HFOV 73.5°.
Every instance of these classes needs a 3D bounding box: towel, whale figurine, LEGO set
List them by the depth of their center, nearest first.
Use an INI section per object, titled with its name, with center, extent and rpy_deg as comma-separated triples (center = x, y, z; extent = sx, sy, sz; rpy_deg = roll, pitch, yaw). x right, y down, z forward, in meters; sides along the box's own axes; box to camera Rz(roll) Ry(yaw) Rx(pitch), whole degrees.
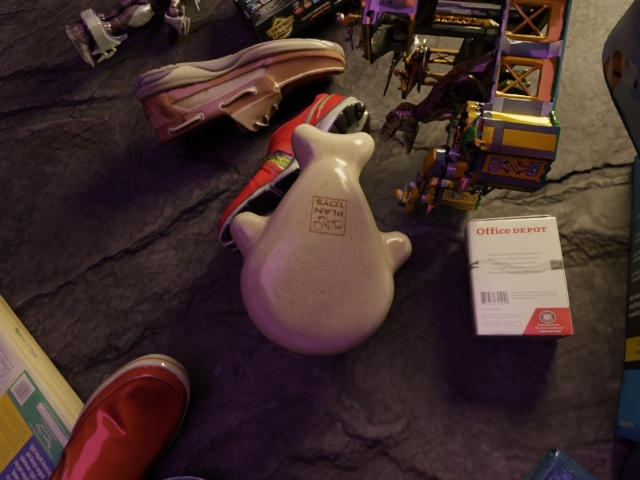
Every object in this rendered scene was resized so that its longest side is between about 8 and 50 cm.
[towel]
center = 0.270, 0.274, 0.428
extent = 0.119, 0.029, 0.067
rpy_deg = 39, 85, 23
[LEGO set]
center = 0.105, -0.153, 0.449
extent = 0.191, 0.331, 0.255
rpy_deg = 9, 99, 8
[whale figurine]
center = 0.000, 0.000, 0.527
extent = 0.216, 0.141, 0.272
rpy_deg = 5, 78, -4

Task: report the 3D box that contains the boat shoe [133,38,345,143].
[boat shoe]
center = -0.116, -0.228, 0.671
extent = 0.324, 0.123, 0.117
rpy_deg = -13, 103, 2

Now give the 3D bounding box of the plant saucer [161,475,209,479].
[plant saucer]
center = -0.156, 0.377, 0.499
extent = 0.194, 0.037, 0.195
rpy_deg = -1, 75, 5

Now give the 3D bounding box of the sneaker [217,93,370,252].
[sneaker]
center = -0.046, -0.099, 0.621
extent = 0.279, 0.107, 0.118
rpy_deg = -47, 48, -7

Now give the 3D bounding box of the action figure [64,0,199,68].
[action figure]
center = -0.333, -0.439, 0.804
extent = 0.284, 0.099, 0.185
rpy_deg = -31, 60, 0

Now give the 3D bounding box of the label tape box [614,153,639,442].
[label tape box]
center = 0.371, 0.024, 0.371
extent = 0.105, 0.241, 0.334
rpy_deg = 10, 76, 16

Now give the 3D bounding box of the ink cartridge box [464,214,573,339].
[ink cartridge box]
center = 0.225, 0.045, 0.502
extent = 0.099, 0.056, 0.136
rpy_deg = -3, 72, 14

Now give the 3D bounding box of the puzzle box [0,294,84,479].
[puzzle box]
center = -0.523, 0.270, 0.639
extent = 0.408, 0.052, 0.272
rpy_deg = 37, 84, 23

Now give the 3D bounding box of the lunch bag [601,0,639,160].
[lunch bag]
center = 0.322, -0.072, 0.224
extent = 0.242, 0.115, 0.304
rpy_deg = -12, 71, 8

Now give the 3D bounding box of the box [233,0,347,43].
[box]
center = -0.033, -0.427, 0.713
extent = 0.220, 0.051, 0.175
rpy_deg = -32, 52, 3

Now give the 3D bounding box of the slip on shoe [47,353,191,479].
[slip on shoe]
center = -0.268, 0.288, 0.512
extent = 0.331, 0.123, 0.101
rpy_deg = -53, 22, -5

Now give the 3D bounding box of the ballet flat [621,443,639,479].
[ballet flat]
center = 0.374, 0.184, 0.399
extent = 0.203, 0.074, 0.074
rpy_deg = -43, 66, 1
